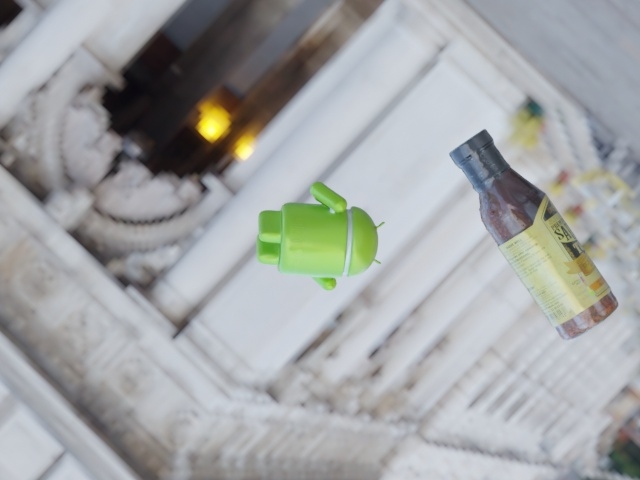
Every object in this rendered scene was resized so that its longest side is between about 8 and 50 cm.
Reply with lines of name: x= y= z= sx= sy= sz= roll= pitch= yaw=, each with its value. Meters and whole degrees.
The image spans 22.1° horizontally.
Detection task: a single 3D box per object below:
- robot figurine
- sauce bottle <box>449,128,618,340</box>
robot figurine: x=0.000 y=0.000 z=1.484 sx=0.115 sy=0.101 sz=0.067 roll=3 pitch=-148 yaw=-5
sauce bottle: x=0.120 y=-0.005 z=0.932 sx=0.128 sy=0.042 sz=0.042 roll=56 pitch=-177 yaw=-1
